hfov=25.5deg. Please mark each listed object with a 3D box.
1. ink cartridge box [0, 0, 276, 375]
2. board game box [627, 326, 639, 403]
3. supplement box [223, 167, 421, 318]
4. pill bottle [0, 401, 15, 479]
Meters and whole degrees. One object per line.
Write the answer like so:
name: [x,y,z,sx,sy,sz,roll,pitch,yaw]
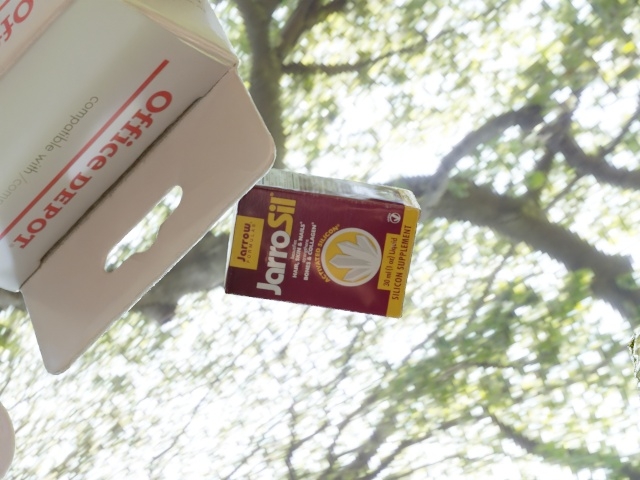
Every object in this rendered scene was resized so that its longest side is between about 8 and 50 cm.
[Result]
ink cartridge box: [-0.093,-0.061,0.426,0.060,0.104,0.180,26,-152,-45]
board game box: [0.173,0.059,0.394,0.170,0.141,0.048,30,-82,8]
supplement box: [0.000,0.000,0.655,0.083,0.043,0.055,7,-76,-5]
pill bottle: [-0.264,0.142,0.951,0.078,0.137,0.078,9,-108,-30]
